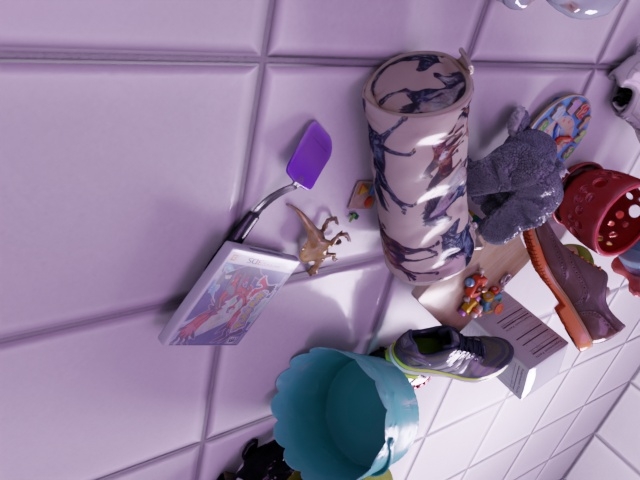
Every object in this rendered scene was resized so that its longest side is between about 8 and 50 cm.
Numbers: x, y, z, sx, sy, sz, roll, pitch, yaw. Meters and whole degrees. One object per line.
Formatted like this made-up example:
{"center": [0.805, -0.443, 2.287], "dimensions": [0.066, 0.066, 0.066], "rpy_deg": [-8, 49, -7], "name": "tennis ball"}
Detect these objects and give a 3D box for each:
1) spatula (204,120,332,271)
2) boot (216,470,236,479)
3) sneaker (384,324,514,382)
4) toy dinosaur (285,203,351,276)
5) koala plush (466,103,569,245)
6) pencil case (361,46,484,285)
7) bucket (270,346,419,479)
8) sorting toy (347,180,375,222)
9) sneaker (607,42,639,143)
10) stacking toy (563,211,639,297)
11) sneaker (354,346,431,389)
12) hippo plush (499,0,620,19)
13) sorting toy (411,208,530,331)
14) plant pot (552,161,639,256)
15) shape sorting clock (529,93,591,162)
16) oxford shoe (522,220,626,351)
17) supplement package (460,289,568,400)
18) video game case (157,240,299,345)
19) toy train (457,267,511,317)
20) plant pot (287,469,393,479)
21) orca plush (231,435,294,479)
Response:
{"center": [-0.083, -0.054, 0.926], "dimensions": [0.296, 0.030, 0.084], "rpy_deg": [-48, 145, 4], "name": "spatula"}
{"center": [-0.228, 0.610, 1.351], "dimensions": [0.106, 0.082, 0.219], "rpy_deg": [30, 97, -34], "name": "boot"}
{"center": [0.301, 0.248, 1.319], "dimensions": [0.300, 0.111, 0.121], "rpy_deg": [0, 144, -14], "name": "sneaker"}
{"center": [0.000, 0.000, 1.025], "dimensions": [0.093, 0.053, 0.183], "rpy_deg": [-29, 138, -16], "name": "toy dinosaur"}
{"center": [0.382, -0.138, 1.122], "dimensions": [0.196, 0.203, 0.221], "rpy_deg": [50, 53, -10], "name": "koala plush"}
{"center": [0.179, -0.110, 0.995], "dimensions": [0.184, 0.159, 0.410], "rpy_deg": [-24, 136, -10], "name": "pencil case"}
{"center": [0.056, 0.359, 1.220], "dimensions": [0.183, 0.281, 0.281], "rpy_deg": [17, 111, -52], "name": "bucket"}
{"center": [0.077, -0.069, 1.062], "dimensions": [0.062, 0.012, 0.083], "rpy_deg": [-5, 126, -38], "name": "sorting toy"}
{"center": [0.717, -0.306, 1.339], "dimensions": [0.118, 0.110, 0.292], "rpy_deg": [-37, 132, 2], "name": "sneaker"}
{"center": [0.707, 0.016, 1.484], "dimensions": [0.280, 0.309, 0.130], "rpy_deg": [-28, 120, 4], "name": "stacking toy"}
{"center": [0.182, 0.302, 1.400], "dimensions": [0.276, 0.097, 0.135], "rpy_deg": [-22, 137, -23], "name": "sneaker"}
{"center": [0.356, -0.437, 0.807], "dimensions": [0.235, 0.236, 0.294], "rpy_deg": [-23, 136, -24], "name": "hippo plush"}
{"center": [0.320, 0.059, 1.316], "dimensions": [0.257, 0.089, 0.255], "rpy_deg": [-46, 140, 1], "name": "sorting toy"}
{"center": [0.654, -0.080, 1.396], "dimensions": [0.191, 0.174, 0.191], "rpy_deg": [-13, 121, -22], "name": "plant pot"}
{"center": [0.503, -0.218, 1.271], "dimensions": [0.206, 0.040, 0.206], "rpy_deg": [-22, 135, -24], "name": "shape sorting clock"}
{"center": [0.578, 0.069, 1.375], "dimensions": [0.133, 0.363, 0.130], "rpy_deg": [-26, -178, 13], "name": "oxford shoe"}
{"center": [0.468, 0.248, 1.481], "dimensions": [0.134, 0.244, 0.139], "rpy_deg": [-27, 137, -20], "name": "supplement package"}
{"center": [-0.145, 0.095, 0.978], "dimensions": [0.201, 0.023, 0.183], "rpy_deg": [-53, 149, 14], "name": "video game case"}
{"center": [0.370, 0.122, 1.306], "dimensions": [0.166, 0.046, 0.125], "rpy_deg": [2, 122, -41], "name": "toy train"}
{"center": [0.075, 0.655, 1.516], "dimensions": [0.274, 0.275, 0.294], "rpy_deg": [-56, 155, 13], "name": "plant pot"}
{"center": [-0.070, 0.499, 1.310], "dimensions": [0.287, 0.102, 0.151], "rpy_deg": [-18, 100, -27], "name": "orca plush"}
